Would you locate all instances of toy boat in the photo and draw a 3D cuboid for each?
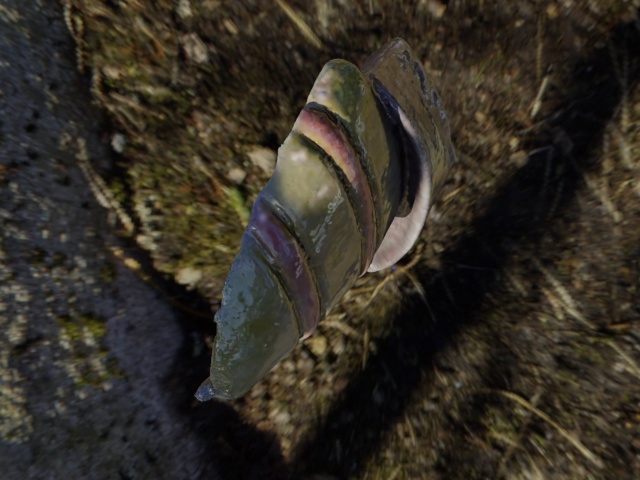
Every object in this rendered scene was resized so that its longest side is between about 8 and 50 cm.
[{"bbox_3d":[0.015,-0.029,0.968,0.111,0.293,0.276,24,131,20],"label":"toy boat"}]
